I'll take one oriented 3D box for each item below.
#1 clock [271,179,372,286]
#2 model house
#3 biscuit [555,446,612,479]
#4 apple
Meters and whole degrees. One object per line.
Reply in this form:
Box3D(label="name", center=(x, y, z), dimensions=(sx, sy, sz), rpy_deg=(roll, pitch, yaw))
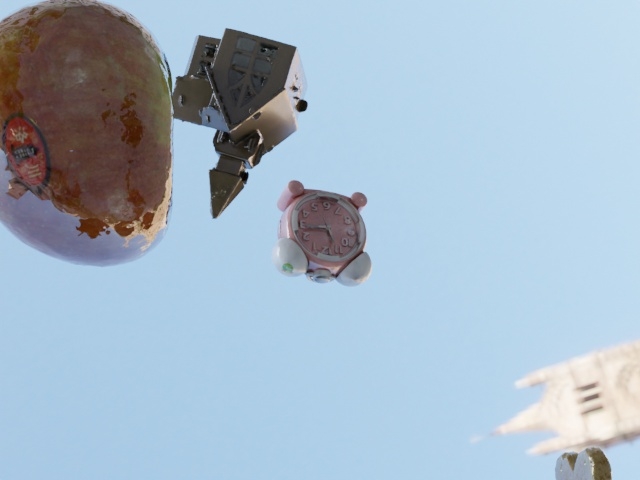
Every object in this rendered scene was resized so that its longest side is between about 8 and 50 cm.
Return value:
Box3D(label="clock", center=(0.000, 0.000, 2.126), dimensions=(0.165, 0.093, 0.162), rpy_deg=(11, -124, -17))
Box3D(label="model house", center=(-0.133, -0.151, 1.854), dimensions=(0.176, 0.181, 0.248), rpy_deg=(15, -103, 8))
Box3D(label="biscuit", center=(0.269, 0.326, 1.319), dimensions=(0.030, 0.153, 0.234), rpy_deg=(-2, -100, -5))
Box3D(label="apple", center=(-0.293, -0.123, 1.525), dimensions=(0.250, 0.277, 0.309), rpy_deg=(-3, -98, -8))
